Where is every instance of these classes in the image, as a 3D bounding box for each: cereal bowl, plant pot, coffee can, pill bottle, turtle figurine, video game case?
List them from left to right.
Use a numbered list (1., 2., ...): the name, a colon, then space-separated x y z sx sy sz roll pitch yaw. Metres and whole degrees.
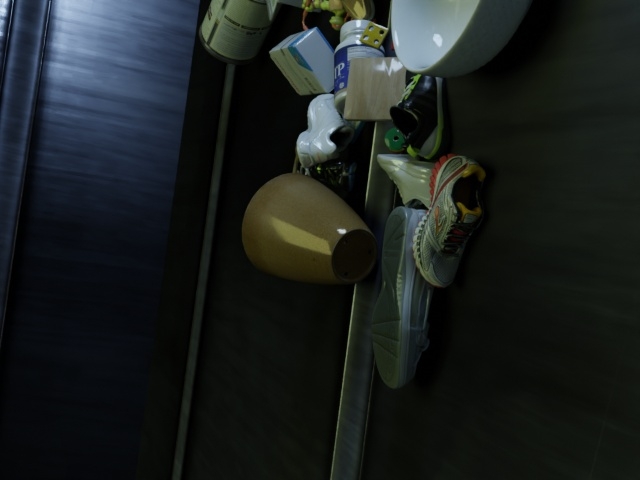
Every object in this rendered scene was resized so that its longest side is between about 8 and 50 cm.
1. coffee can: -0.233 -0.699 2.612 0.275 0.202 0.201 127 144 -50
2. plant pot: 0.000 0.000 1.815 0.254 0.237 0.237 26 107 51
3. turtle figurine: 0.056 -0.587 2.020 0.270 0.087 0.217 17 108 52
4. video game case: 0.079 -0.319 1.964 0.119 0.015 0.166 119 150 -42
5. pill bottle: 0.084 -0.368 1.840 0.112 0.112 0.186 143 131 -60
6. cereal bowl: 0.252 -0.427 1.413 0.339 0.141 0.338 -172 90 -67

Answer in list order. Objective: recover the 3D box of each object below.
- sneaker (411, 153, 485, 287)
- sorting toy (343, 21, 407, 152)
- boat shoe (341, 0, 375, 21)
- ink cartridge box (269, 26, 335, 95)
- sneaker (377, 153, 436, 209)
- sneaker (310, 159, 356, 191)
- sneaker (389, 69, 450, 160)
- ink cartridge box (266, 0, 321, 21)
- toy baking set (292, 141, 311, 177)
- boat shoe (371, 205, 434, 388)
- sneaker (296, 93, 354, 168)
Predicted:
1. sneaker: 0.216 -0.030 1.432 0.093 0.088 0.225 22 106 61
2. sorting toy: 0.123 -0.304 1.724 0.046 0.132 0.274 44 -129 -69
3. boat shoe: 0.055 -0.562 1.913 0.068 0.072 0.190 -37 69 28
4. ink cartridge box: -0.030 -0.430 2.087 0.082 0.139 0.191 -42 19 -10
5. sneaker: 0.164 -0.109 1.615 0.212 0.080 0.094 -142 51 -64
6. sneaker: 0.027 -0.152 1.945 0.188 0.078 0.067 -156 75 -67
7. sneaker: 0.176 -0.252 1.594 0.084 0.097 0.234 126 145 -48
8. ink cartridge box: -0.055 -0.766 2.296 0.271 0.130 0.309 120 149 -46
9. toy baking set: -0.039 -0.106 2.070 0.197 0.030 0.256 -174 78 -80
10. boat shoe: 0.162 0.102 1.518 0.118 0.103 0.320 -177 91 -69
11. sneaker: 0.026 -0.249 1.952 0.090 0.115 0.232 68 -153 -44
